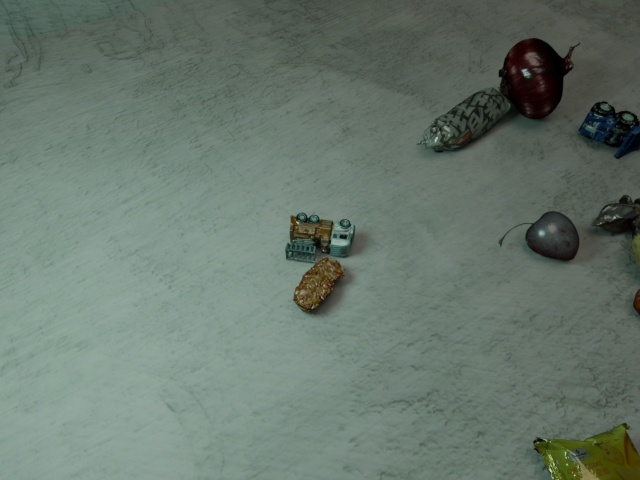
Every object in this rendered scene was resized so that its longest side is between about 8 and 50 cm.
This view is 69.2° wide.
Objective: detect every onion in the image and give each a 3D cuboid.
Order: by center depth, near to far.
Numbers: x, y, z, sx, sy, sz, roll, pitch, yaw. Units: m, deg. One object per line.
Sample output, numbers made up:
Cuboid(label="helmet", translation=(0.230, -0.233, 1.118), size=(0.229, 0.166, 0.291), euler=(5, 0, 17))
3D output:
Cuboid(label="onion", translation=(0.760, -0.564, 1.588), size=(0.285, 0.273, 0.273), euler=(-19, 48, 22))

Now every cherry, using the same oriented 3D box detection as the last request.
Cuboid(label="cherry", translation=(0.608, 0.008, 1.251), size=(0.188, 0.115, 0.148), euler=(-38, 100, -19))

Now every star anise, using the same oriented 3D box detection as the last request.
Cuboid(label="star anise", translation=(0.925, -0.059, 1.308), size=(0.257, 0.110, 0.198), euler=(25, 54, 24))

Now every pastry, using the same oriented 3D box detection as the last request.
Cuboid(label="pastry", translation=(-0.009, 0.113, 1.166), size=(0.087, 0.063, 0.169), euler=(35, 53, 12))

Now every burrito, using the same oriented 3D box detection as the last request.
Cuboid(label="burrito", translation=(0.483, -0.397, 1.565), size=(0.445, 0.101, 0.139), euler=(-35, 66, -28))

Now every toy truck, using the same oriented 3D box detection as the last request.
Cuboid(label="toy truck", translation=(0.000, -0.001, 1.242), size=(0.178, 0.080, 0.115), euler=(6, 57, 4))
Cuboid(label="toy truck", translation=(0.985, -0.364, 1.549), size=(0.208, 0.113, 0.126), euler=(29, 56, 21))

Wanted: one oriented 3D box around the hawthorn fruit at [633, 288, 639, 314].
Cuboid(label="hawthorn fruit", translation=(0.828, 0.152, 1.147), size=(0.093, 0.093, 0.093), euler=(1, 51, -1))

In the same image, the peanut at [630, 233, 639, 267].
Cuboid(label="peanut", translation=(0.939, 0.088, 1.168), size=(0.149, 0.149, 0.313), euler=(-34, 60, -26))

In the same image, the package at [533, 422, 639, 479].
Cuboid(label="package", translation=(0.543, 0.446, 0.897), size=(0.226, 0.090, 0.168), euler=(-6, 55, -13))
